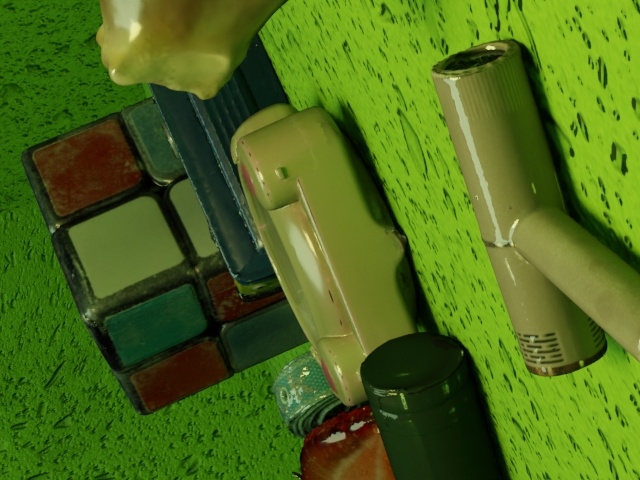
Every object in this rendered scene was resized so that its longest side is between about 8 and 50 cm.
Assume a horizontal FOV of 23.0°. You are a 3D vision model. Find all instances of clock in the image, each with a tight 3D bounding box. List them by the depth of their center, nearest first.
[{"bbox_3d":[0.000,0.000,1.558,0.309,0.114,0.284,-142,28,-77],"label":"clock"}]

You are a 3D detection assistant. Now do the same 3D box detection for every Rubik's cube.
[{"bbox_3d":[-0.200,0.007,2.213,0.318,0.313,0.316,76,168,-57],"label":"Rubik's cube"}]

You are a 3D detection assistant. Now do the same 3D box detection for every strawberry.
[{"bbox_3d":[0.053,0.254,1.908,0.174,0.098,0.228,21,139,25],"label":"strawberry"}]

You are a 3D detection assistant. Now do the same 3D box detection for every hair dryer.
[{"bbox_3d":[0.136,0.004,0.820,0.220,0.054,0.195,-136,24,-70],"label":"hair dryer"}]

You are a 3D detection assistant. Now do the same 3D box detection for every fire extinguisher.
[{"bbox_3d":[0.128,0.232,1.439,0.095,0.115,0.311,-62,-37,-52],"label":"fire extinguisher"}]

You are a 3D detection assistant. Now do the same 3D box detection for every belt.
[{"bbox_3d":[0.011,0.183,1.944,0.163,0.148,0.082,-53,52,49],"label":"belt"}]

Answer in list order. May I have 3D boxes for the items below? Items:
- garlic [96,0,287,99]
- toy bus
[{"bbox_3d":[-0.099,-0.286,0.919,0.340,0.246,0.231,53,-167,-34],"label":"garlic"},{"bbox_3d":[-0.088,-0.087,1.815,0.175,0.138,0.287,97,149,-78],"label":"toy bus"}]
